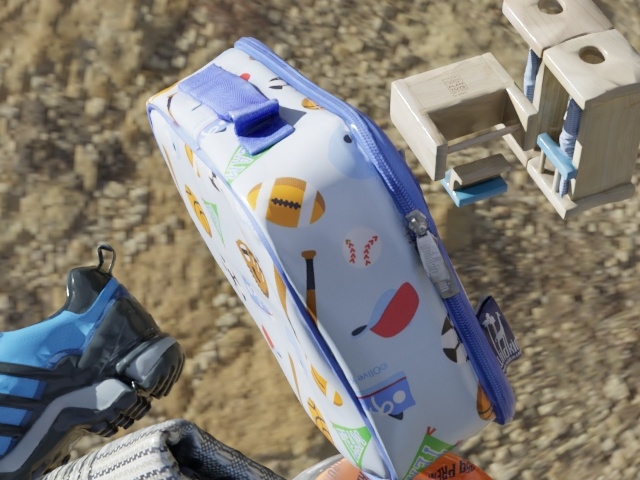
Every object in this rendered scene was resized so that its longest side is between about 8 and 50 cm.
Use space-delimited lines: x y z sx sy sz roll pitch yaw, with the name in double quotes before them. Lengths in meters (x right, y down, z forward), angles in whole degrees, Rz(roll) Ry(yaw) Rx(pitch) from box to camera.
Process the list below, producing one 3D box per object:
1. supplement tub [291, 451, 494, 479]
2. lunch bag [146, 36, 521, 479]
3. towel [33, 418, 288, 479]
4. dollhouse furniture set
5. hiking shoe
"supplement tub" 0.037 0.272 1.164 0.207 0.338 0.207 3 65 -6
"lunch bag" 0.000 0.000 1.010 0.115 0.303 0.243 -30 114 -9
"towel" -0.043 0.214 0.831 0.312 0.324 0.056 -28 38 43
"dollhouse furniture set" 0.138 -0.094 1.268 0.184 0.129 0.129 -18 50 -16
"hiking shoe" -0.260 0.142 1.339 0.304 0.113 0.132 -35 78 -11
